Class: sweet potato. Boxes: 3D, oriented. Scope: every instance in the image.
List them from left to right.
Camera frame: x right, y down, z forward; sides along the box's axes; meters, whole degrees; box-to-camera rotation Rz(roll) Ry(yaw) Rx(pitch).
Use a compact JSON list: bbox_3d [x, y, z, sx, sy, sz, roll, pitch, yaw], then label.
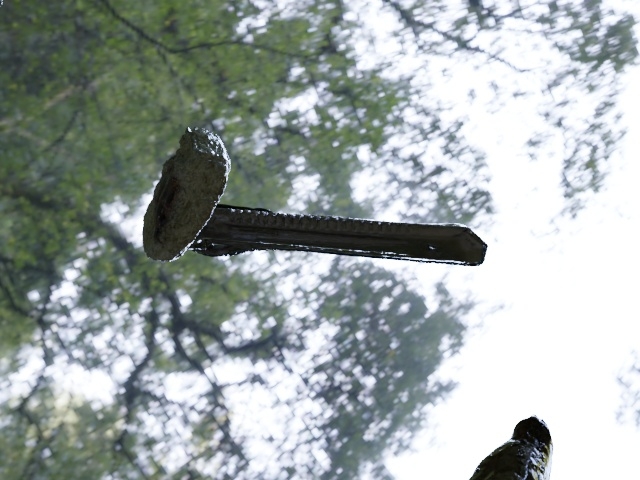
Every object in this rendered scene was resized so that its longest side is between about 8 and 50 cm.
[{"bbox_3d":[0.114,0.244,1.015,0.112,0.285,0.085,41,-30,16],"label":"sweet potato"}]

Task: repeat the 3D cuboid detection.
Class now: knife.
[{"bbox_3d":[0.001,-0.006,1.290,0.365,0.089,0.043,2,-114,23],"label":"knife"}]

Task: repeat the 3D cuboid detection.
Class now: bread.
[{"bbox_3d":[-0.089,-0.031,0.789,0.035,0.070,0.083,22,-72,-19],"label":"bread"}]

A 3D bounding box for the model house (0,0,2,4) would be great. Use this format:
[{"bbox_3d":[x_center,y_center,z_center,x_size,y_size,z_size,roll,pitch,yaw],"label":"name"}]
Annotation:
[{"bbox_3d":[-0.412,-0.327,1.458,0.066,0.078,0.083,-47,-141,30],"label":"model house"}]
